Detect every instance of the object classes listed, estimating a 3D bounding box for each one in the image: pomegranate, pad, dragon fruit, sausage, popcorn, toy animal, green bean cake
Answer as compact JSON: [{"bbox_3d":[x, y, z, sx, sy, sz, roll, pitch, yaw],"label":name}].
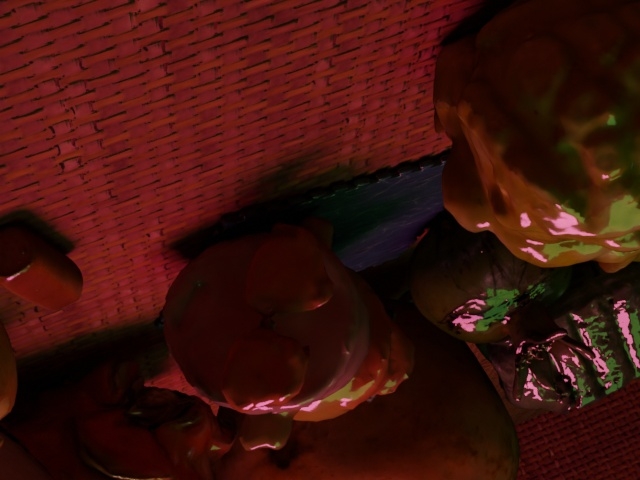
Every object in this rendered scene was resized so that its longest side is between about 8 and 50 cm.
[{"bbox_3d":[0.048,0.219,1.631,0.343,0.342,0.342,-22,165,-6],"label":"pomegranate"},{"bbox_3d":[0.000,0.000,1.358,0.270,0.012,0.269,-17,165,-22],"label":"pad"},{"bbox_3d":[0.171,0.050,1.434,0.152,0.191,0.131,-36,158,30],"label":"pomegranate"},{"bbox_3d":[-0.209,0.245,1.461,0.306,0.225,0.305,16,152,9],"label":"dragon fruit"},{"bbox_3d":[-0.198,0.021,1.076,0.041,0.039,0.131,-31,166,1],"label":"sausage"},{"bbox_3d":[0.192,-0.085,1.008,0.255,0.195,0.256,-29,-176,40],"label":"popcorn"},{"bbox_3d":[-0.023,0.079,1.282,0.169,0.195,0.281,14,175,24],"label":"toy animal"},{"bbox_3d":[0.260,0.062,1.579,0.227,0.125,0.222,-28,-152,7],"label":"green bean cake"}]

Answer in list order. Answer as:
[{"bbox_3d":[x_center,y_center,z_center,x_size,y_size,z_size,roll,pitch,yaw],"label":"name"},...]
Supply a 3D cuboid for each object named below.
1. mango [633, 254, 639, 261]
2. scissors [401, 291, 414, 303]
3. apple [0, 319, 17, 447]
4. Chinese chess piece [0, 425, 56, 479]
[{"bbox_3d":[0.345,-0.068,1.358,0.192,0.156,0.343,-8,161,-39],"label":"mango"},{"bbox_3d":[0.135,0.039,1.697,0.100,0.015,0.189,-20,164,-4],"label":"scissors"},{"bbox_3d":[-0.274,0.087,0.946,0.199,0.199,0.199,-22,165,-6],"label":"apple"},{"bbox_3d":[-0.347,0.295,1.216,0.349,0.349,0.146,-26,-179,11],"label":"Chinese chess piece"}]
